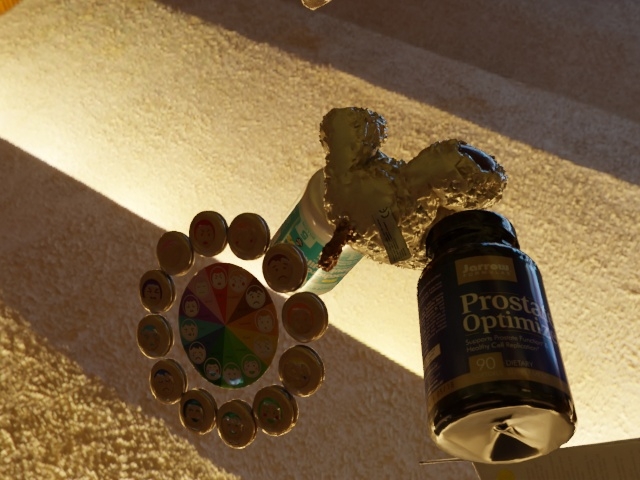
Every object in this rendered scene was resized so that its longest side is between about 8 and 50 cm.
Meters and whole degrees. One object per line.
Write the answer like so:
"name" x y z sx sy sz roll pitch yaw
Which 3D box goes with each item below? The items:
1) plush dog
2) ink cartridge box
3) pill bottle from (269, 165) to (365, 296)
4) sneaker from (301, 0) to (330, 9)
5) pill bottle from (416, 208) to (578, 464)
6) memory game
"plush dog" 0.106 -0.026 0.862 0.262 0.225 0.210 26 -93 36
"ink cartridge box" 0.325 0.331 0.960 0.307 0.303 0.072 -14 -111 17
"pill bottle" 0.000 0.000 1.110 0.146 0.264 0.146 12 -123 -19
"sneaker" 0.044 -0.446 1.091 0.188 0.071 0.066 -32 -98 -3
"pill bottle" 0.152 0.080 0.620 0.123 0.123 0.219 1 -132 1
"memory game" -0.074 0.067 0.512 0.186 0.186 0.012 29 -164 27
